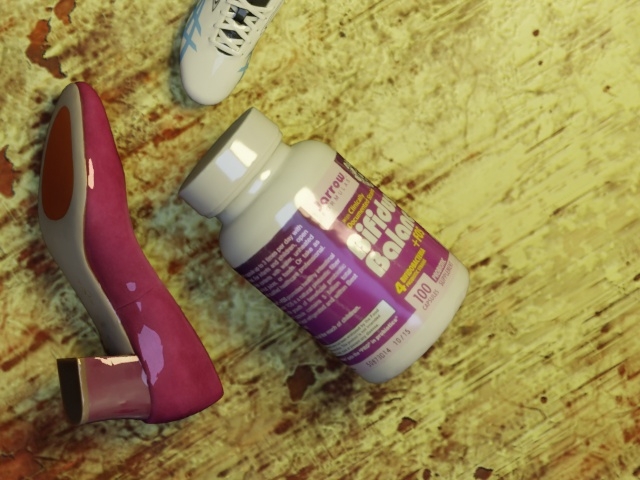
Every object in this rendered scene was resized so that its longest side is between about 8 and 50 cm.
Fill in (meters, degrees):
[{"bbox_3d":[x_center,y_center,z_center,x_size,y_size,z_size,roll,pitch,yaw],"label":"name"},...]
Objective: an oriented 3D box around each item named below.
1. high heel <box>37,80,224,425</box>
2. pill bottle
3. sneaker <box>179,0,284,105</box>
[{"bbox_3d":[-0.204,0.013,1.890,0.181,0.127,0.377,-5,97,-32],"label":"high heel"},{"bbox_3d":[0.000,0.000,1.846,0.301,0.169,0.169,41,95,-10],"label":"pill bottle"},{"bbox_3d":[-0.084,-0.253,1.839,0.085,0.086,0.237,26,99,-10],"label":"sneaker"}]
